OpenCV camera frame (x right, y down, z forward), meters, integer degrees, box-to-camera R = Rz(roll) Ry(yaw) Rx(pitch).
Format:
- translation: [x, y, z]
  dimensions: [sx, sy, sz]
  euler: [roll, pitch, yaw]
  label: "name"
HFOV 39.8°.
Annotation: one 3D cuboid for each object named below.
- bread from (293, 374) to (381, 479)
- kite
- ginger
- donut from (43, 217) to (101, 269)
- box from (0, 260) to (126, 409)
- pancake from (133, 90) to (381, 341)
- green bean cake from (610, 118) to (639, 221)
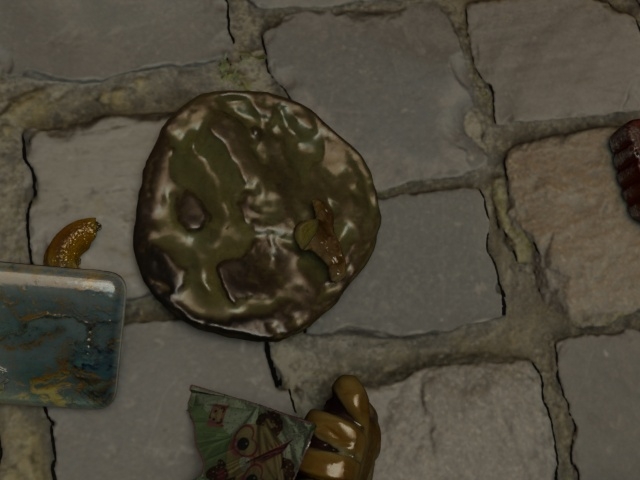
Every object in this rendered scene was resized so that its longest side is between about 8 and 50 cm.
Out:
- translation: [0.002, 0.252, 0.892]
  dimensions: [0.081, 0.134, 0.225]
  euler: [12, 69, 17]
  label: "bread"
- translation: [-0.111, 0.239, 0.874]
  dimensions: [0.250, 0.012, 0.229]
  euler: [-30, 47, 6]
  label: "kite"
- translation: [-0.001, -0.001, 0.956]
  dimensions: [0.048, 0.030, 0.097]
  euler: [-10, 75, -19]
  label: "ginger"
- translation: [-0.259, 0.014, 0.937]
  dimensions: [0.083, 0.038, 0.067]
  euler: [-39, 84, -18]
  label: "donut"
- translation: [-0.342, 0.090, 0.880]
  dimensions: [0.285, 0.044, 0.142]
  euler: [5, 90, -10]
  label: "box"
- translation: [-0.071, -0.026, 0.988]
  dimensions: [0.294, 0.049, 0.294]
  euler: [4, 73, -13]
  label: "pancake"
- translation: [0.446, -0.091, 1.125]
  dimensions: [0.135, 0.056, 0.135]
  euler: [-7, 77, -17]
  label: "green bean cake"
